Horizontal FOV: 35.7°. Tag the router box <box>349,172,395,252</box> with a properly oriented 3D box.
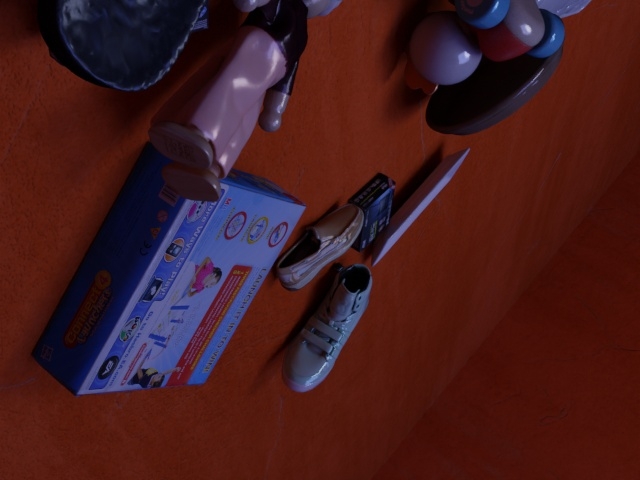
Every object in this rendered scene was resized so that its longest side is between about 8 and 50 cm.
[{"bbox_3d":[0.089,-0.050,1.790,0.092,0.038,0.122,-42,154,-30],"label":"router box"}]

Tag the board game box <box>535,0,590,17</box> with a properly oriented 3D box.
[{"bbox_3d":[0.522,-0.556,1.823,0.390,0.050,0.390,-27,163,-51],"label":"board game box"}]

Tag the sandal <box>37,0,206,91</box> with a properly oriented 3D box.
[{"bbox_3d":[-0.083,-0.328,0.839,0.167,0.107,0.446,28,80,-45],"label":"sandal"}]

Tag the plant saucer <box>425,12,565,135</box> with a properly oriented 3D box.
[{"bbox_3d":[0.297,-0.273,1.670,0.041,0.278,0.278,45,75,-23],"label":"plant saucer"}]

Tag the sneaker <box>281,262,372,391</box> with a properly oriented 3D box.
[{"bbox_3d":[0.010,0.149,1.821,0.256,0.094,0.151,-54,166,-31],"label":"sneaker"}]

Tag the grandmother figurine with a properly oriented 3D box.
[{"bbox_3d":[-0.069,-0.214,1.116,0.342,0.104,0.208,-59,169,-28],"label":"grandmother figurine"}]

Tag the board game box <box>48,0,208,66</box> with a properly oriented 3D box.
[{"bbox_3d":[-0.172,-0.278,0.924,0.194,0.060,0.194,-30,145,-47],"label":"board game box"}]

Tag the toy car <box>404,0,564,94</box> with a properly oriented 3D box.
[{"bbox_3d":[0.206,-0.332,1.528,0.238,0.210,0.219,-36,155,30],"label":"toy car"}]

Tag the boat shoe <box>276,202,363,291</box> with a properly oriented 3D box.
[{"bbox_3d":[0.000,0.000,1.649,0.190,0.068,0.072,-48,145,-19],"label":"boat shoe"}]

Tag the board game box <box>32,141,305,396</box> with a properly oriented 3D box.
[{"bbox_3d":[-0.184,0.046,1.300,0.308,0.086,0.302,-60,158,7],"label":"board game box"}]

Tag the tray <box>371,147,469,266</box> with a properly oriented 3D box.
[{"bbox_3d":[0.186,-0.071,1.939,0.270,0.030,0.145,-47,173,-22],"label":"tray"}]
